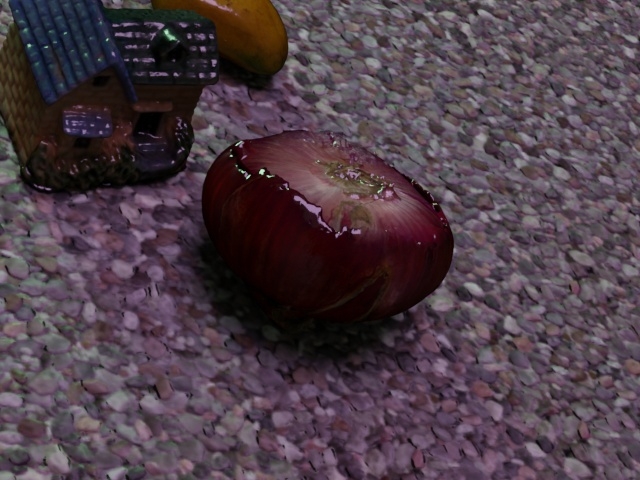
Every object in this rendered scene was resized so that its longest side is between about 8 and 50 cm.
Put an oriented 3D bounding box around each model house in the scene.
[{"bbox_3d":[-0.195,-0.163,1.528,0.183,0.172,0.166,-2,48,-32],"label":"model house"}]

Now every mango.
[{"bbox_3d":[-0.104,-0.245,1.731,0.165,0.089,0.115,24,42,-10],"label":"mango"}]

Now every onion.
[{"bbox_3d":[0.003,-0.011,1.496,0.248,0.161,0.248,26,35,-20],"label":"onion"}]
